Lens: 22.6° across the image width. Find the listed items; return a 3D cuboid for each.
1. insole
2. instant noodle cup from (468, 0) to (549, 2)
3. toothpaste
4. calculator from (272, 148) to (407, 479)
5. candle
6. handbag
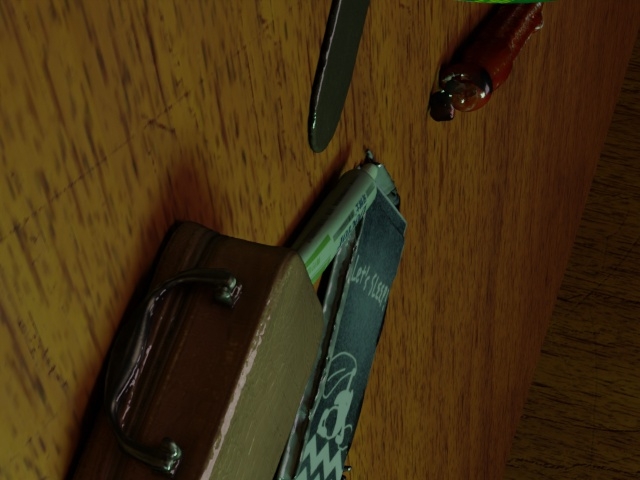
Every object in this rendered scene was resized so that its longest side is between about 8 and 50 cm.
[{"bbox_3d":[0.034,-0.218,1.059,0.111,0.007,0.328,-7,111,-75],"label":"insole"},{"bbox_3d":[0.086,-0.271,0.864,0.207,0.207,0.233,41,57,-75],"label":"instant noodle cup"},{"bbox_3d":[0.000,0.000,1.092,0.197,0.029,0.048,-54,154,-50],"label":"toothpaste"},{"bbox_3d":[0.018,0.078,1.249,0.166,0.028,0.274,51,52,-70],"label":"calculator"},{"bbox_3d":[0.171,-0.185,1.548,0.329,0.051,0.048,-52,155,-60],"label":"candle"},{"bbox_3d":[-0.064,0.093,0.839,0.151,0.072,0.193,75,34,-64],"label":"handbag"}]
